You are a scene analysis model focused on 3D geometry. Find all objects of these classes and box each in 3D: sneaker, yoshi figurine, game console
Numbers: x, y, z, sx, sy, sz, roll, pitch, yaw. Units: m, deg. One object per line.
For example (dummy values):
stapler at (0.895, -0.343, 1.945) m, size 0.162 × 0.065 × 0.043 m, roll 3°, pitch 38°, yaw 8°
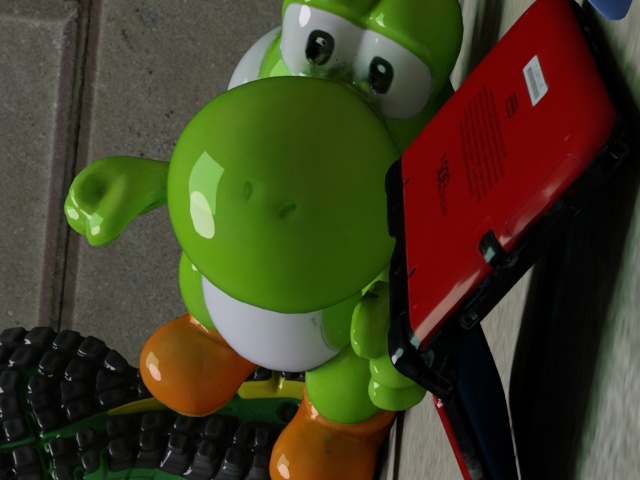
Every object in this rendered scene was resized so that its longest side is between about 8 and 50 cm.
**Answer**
sneaker at (-0.130, 0.152, 1.141) m, size 0.146 × 0.343 × 0.134 m, roll 86°, pitch -171°, yaw -49°
yoshi figurine at (-0.022, 0.012, 0.878) m, size 0.362 × 0.203 × 0.203 m, roll 103°, pitch 159°, yaw -52°
game console at (0.065, 0.011, 0.502) m, size 0.124 × 0.085 × 0.144 m, roll -49°, pitch 14°, yaw 18°

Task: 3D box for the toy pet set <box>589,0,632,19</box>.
toy pet set at (0.057, -0.092, 0.286) m, size 0.122 × 0.065 × 0.114 m, roll 99°, pitch 178°, yaw -56°
